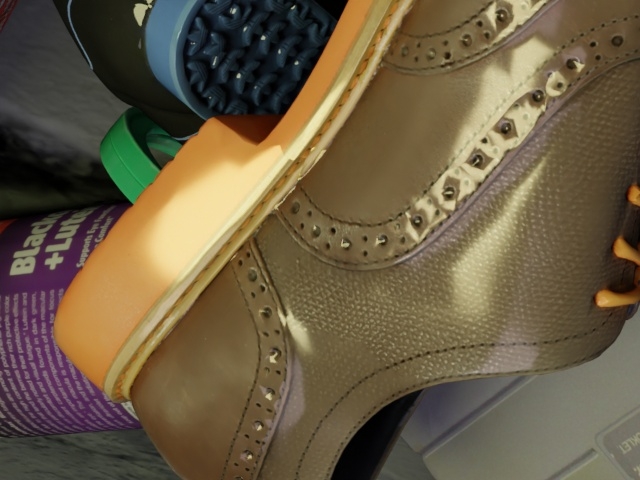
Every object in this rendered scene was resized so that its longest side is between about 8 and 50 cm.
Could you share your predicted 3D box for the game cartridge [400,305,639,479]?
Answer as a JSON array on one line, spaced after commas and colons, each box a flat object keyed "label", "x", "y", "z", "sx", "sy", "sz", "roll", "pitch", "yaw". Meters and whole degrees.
[{"label": "game cartridge", "x": 0.177, "y": 0.015, "z": 0.558, "sx": 0.230, "sy": 0.068, "sz": 0.355, "roll": 48, "pitch": 128, "yaw": 0}]

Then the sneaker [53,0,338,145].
[{"label": "sneaker", "x": -0.021, "y": -0.061, "z": 0.651, "sx": 0.090, "sy": 0.081, "sz": 0.232, "roll": 34, "pitch": 175, "yaw": 32}]

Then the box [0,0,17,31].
[{"label": "box", "x": -0.183, "y": -0.092, "z": 0.558, "sx": 0.128, "sy": 0.123, "sz": 0.257, "roll": 42, "pitch": 142, "yaw": -3}]

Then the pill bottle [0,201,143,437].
[{"label": "pill bottle", "x": -0.125, "y": 0.040, "z": 0.798, "sx": 0.193, "sy": 0.108, "sz": 0.108, "roll": -7, "pitch": 144, "yaw": 25}]

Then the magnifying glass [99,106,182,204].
[{"label": "magnifying glass", "x": 0.000, "y": 0.000, "z": 0.741, "sx": 0.231, "sy": 0.092, "sz": 0.026, "roll": 26, "pitch": 111, "yaw": -38}]

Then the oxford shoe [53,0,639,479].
[{"label": "oxford shoe", "x": 0.072, "y": -0.043, "z": 0.500, "sx": 0.133, "sy": 0.130, "sz": 0.364, "roll": 49, "pitch": 119, "yaw": 11}]
